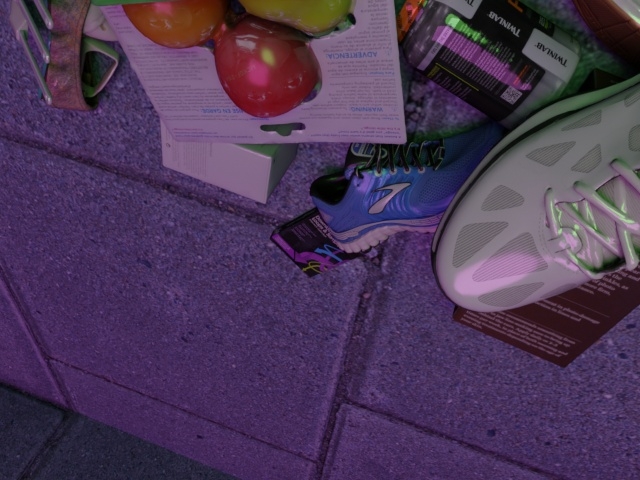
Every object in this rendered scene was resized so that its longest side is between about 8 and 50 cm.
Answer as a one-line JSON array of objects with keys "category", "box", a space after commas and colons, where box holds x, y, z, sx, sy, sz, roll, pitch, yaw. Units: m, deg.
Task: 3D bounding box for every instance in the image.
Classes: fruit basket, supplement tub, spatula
[{"category": "fruit basket", "box": [-0.079, -0.241, 0.568, 0.326, 0.166, 0.353, 3, 150, 17]}, {"category": "supplement tub", "box": [0.176, -0.217, 0.597, 0.190, 0.117, 0.117, 31, 138, -6]}, {"category": "spatula", "box": [-0.412, -0.317, 0.760, 0.242, 0.019, 0.168, 56, 139, 24]}]

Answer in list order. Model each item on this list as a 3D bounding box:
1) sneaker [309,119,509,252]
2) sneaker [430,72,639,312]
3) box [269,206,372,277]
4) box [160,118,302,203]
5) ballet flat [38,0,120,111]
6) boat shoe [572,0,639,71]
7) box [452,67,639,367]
[{"category": "sneaker", "box": [0.108, -0.087, 0.752, 0.330, 0.130, 0.147, -22, 122, 40]}, {"category": "sneaker", "box": [0.269, -0.050, 0.424, 0.447, 0.257, 0.169, -38, 96, 24]}, {"category": "box", "box": [0.000, 0.000, 0.965, 0.162, 0.029, 0.116, -27, 116, 40]}, {"category": "box", "box": [-0.130, -0.152, 0.802, 0.170, 0.130, 0.091, 22, 137, 6]}, {"category": "ballet flat", "box": [-0.347, -0.309, 0.793, 0.106, 0.108, 0.316, 17, 147, -20]}, {"category": "boat shoe", "box": [0.381, -0.205, 0.538, 0.277, 0.098, 0.096, 38, 107, 1]}, {"category": "box", "box": [0.341, -0.006, 0.713, 0.191, 0.143, 0.381, 24, 140, 4]}]
